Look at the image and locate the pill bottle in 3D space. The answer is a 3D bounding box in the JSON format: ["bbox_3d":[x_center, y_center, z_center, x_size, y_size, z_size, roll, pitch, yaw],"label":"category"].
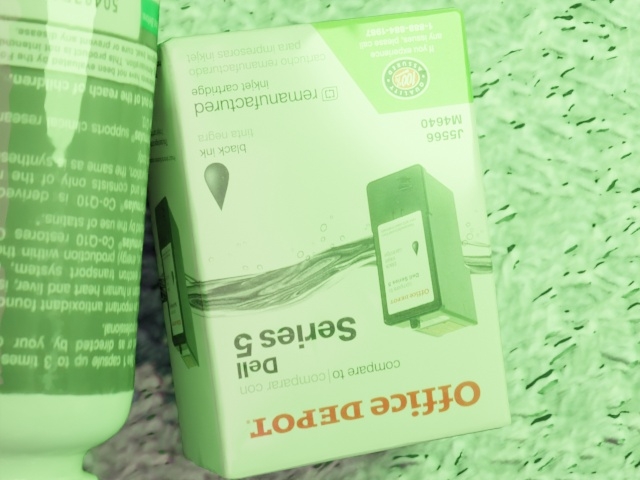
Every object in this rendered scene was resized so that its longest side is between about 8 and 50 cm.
[{"bbox_3d":[-0.204,0.013,1.011,0.204,0.204,0.361,4,89,-18],"label":"pill bottle"}]

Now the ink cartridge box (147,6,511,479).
[{"bbox_3d":[0.000,0.000,1.123,0.198,0.115,0.273,-9,93,-18],"label":"ink cartridge box"}]
